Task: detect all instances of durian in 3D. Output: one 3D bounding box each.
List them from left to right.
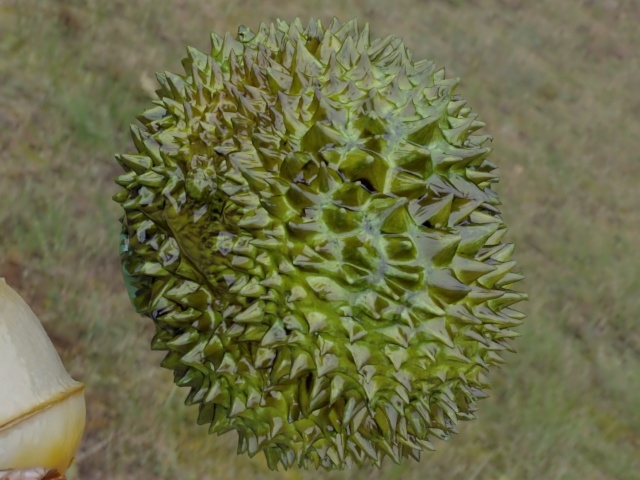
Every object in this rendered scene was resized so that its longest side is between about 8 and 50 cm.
[{"bbox_3d":[-0.004,-0.001,0.926,0.224,0.291,0.291,-7,51,2],"label":"durian"}]

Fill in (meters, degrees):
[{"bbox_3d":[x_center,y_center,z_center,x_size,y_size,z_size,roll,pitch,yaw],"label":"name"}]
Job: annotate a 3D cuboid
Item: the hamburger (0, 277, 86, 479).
[{"bbox_3d":[-0.218,0.090,0.721,0.236,0.237,0.147,-8,90,-31],"label":"hamburger"}]
